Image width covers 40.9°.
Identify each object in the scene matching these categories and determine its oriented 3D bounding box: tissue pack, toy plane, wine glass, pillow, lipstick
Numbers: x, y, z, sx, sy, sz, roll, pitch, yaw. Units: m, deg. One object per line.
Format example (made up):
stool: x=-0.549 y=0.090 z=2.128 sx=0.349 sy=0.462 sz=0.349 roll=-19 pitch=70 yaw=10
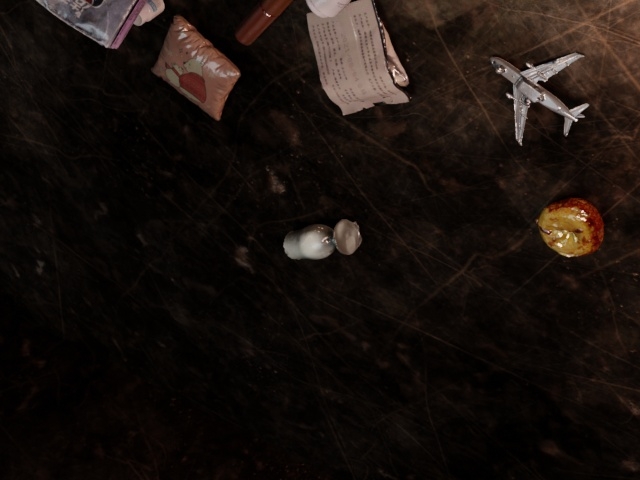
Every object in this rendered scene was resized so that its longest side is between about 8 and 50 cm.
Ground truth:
tissue pack: x=-0.476 y=-0.646 z=1.932 sx=0.259 sy=0.122 sz=0.361 roll=37 pitch=101 yaw=0
toy plane: x=0.432 y=-0.302 z=1.730 sx=0.226 sy=0.058 sz=0.226 roll=34 pitch=126 yaw=6
wine glass: x=0.000 y=0.000 z=2.349 sx=0.222 sy=0.103 sz=0.103 roll=-8 pitch=122 yaw=46
pillow: x=-0.318 y=-0.434 z=2.191 sx=0.236 sy=0.084 sz=0.223 roll=40 pitch=144 yaw=3
lipstick: x=-0.085 y=-0.548 z=1.912 sx=0.057 sy=0.057 sz=0.356 roll=47 pitch=142 yaw=-10

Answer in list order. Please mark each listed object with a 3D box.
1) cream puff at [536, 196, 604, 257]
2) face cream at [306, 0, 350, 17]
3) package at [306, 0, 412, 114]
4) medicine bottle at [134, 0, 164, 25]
cream puff: x=0.549 y=-0.035 z=1.876 sx=0.149 sy=0.084 sz=0.149 roll=24 pitch=138 yaw=24
face cream: x=0.022 y=-0.526 z=1.819 sx=0.095 sy=0.091 sz=0.091 roll=-28 pitch=107 yaw=41
package: x=0.079 y=-0.403 z=1.919 sx=0.204 sy=0.062 sz=0.251 roll=-4 pitch=121 yaw=40
medicine bottle: x=-0.434 y=-0.575 z=2.142 sx=0.052 sy=0.089 sz=0.052 roll=22 pitch=139 yaw=21
